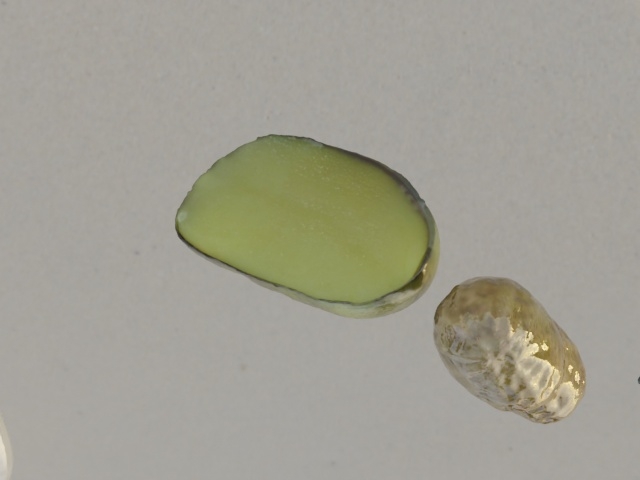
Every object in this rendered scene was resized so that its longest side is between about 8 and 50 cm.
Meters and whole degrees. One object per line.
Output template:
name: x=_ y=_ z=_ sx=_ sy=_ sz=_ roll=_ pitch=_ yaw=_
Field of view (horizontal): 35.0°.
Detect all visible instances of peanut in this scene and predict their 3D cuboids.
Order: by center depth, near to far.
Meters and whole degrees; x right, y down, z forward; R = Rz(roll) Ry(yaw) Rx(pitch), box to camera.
peanut: x=0.168 y=0.103 z=0.879 sx=0.095 sy=0.108 sz=0.226 roll=-32 pitch=146 yaw=14

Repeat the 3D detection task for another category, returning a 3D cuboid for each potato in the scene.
potato: x=0.000 y=0.000 z=1.013 sx=0.271 sy=0.160 sz=0.111 roll=18 pitch=156 yaw=28

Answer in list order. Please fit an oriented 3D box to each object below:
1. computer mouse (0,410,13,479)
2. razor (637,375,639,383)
computer mouse: x=-0.367 y=0.181 z=0.853 sx=0.297 sy=0.121 sz=0.184 roll=-40 pitch=85 yaw=19
razor: x=0.318 y=0.019 z=0.844 sx=0.035 sy=0.211 sz=0.084 roll=26 pitch=159 yaw=25
